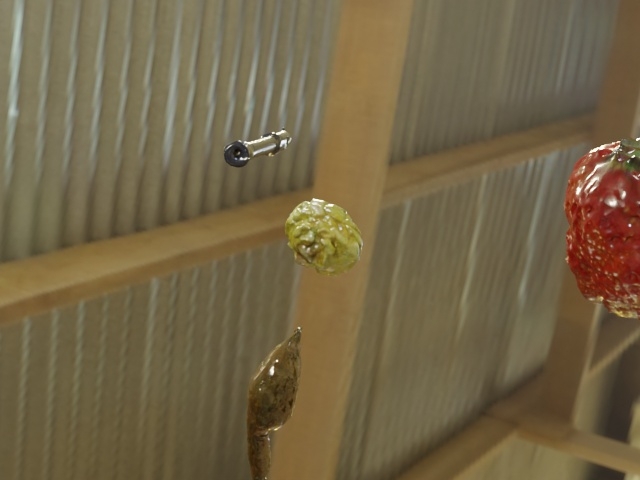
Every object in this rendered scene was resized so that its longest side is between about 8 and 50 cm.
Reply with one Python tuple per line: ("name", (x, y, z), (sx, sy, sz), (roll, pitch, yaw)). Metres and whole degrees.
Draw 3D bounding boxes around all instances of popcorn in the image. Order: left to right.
("popcorn", (0.000, 0.000, 1.813), (0.121, 0.106, 0.116), (28, -139, -30))

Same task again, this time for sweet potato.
("sweet potato", (-0.078, 0.251, 1.816), (0.075, 0.075, 0.269), (-21, -49, -55))

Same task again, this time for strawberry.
("strawberry", (0.445, -0.010, 1.664), (0.257, 0.257, 0.277), (-33, -36, -50))

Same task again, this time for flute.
("flute", (-0.060, -0.096, 1.261), (0.233, 0.027, 0.027), (-43, -38, -78))
